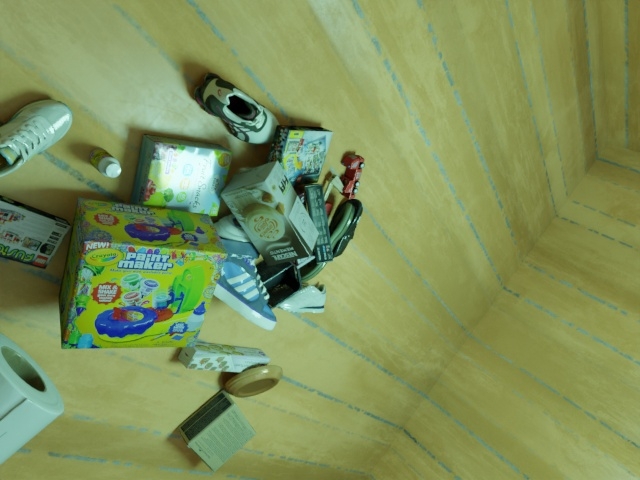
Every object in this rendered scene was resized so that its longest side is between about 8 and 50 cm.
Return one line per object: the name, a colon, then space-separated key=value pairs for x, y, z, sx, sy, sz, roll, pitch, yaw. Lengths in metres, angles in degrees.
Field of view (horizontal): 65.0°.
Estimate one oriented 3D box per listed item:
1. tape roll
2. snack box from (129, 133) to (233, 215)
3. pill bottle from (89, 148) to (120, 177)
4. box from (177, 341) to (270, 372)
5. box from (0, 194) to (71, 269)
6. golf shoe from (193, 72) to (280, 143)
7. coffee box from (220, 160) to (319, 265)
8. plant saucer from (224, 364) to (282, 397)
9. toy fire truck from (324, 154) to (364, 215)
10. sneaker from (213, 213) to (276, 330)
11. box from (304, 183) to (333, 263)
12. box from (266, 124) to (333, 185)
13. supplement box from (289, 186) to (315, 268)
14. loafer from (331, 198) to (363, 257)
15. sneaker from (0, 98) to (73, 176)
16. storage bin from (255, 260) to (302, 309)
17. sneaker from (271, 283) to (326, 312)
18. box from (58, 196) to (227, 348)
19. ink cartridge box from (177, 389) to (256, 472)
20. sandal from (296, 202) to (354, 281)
tape roll: x=-0.680 y=0.323 z=1.029 sx=0.169 sy=0.246 sz=0.246 roll=-42 pitch=138 yaw=-18
snack box: x=-0.329 y=-0.151 z=1.200 sx=0.207 sy=0.070 sz=0.175 roll=-3 pitch=118 yaw=-46
pill bottle: x=-0.452 y=-0.161 z=1.058 sx=0.043 sy=0.083 sz=0.043 roll=-25 pitch=131 yaw=-32
box: x=-0.297 y=0.372 z=1.588 sx=0.324 sy=0.067 sz=0.063 roll=23 pitch=99 yaw=-49
box: x=-0.630 y=-0.024 z=1.008 sx=0.207 sy=0.036 sz=0.114 roll=31 pitch=92 yaw=-50
golf shoe: x=-0.179 y=-0.297 z=1.218 sx=0.273 sy=0.120 sz=0.105 roll=23 pitch=97 yaw=-51
coffee box: x=-0.124 y=-0.065 z=1.297 sx=0.246 sy=0.141 sz=0.098 roll=59 pitch=32 yaw=-30
plant saucer: x=-0.220 y=0.479 z=1.687 sx=0.200 sy=0.037 sz=0.200 roll=-15 pitch=148 yaw=-10
toy fire truck: x=0.062 y=-0.179 z=1.593 sx=0.135 sy=0.047 sz=0.192 roll=-9 pitch=122 yaw=-42
sneaker: x=-0.191 y=0.076 z=1.385 sx=0.323 sy=0.130 sz=0.236 roll=41 pitch=78 yaw=-24
box: x=-0.006 y=-0.054 z=1.458 sx=0.051 sy=0.175 sz=0.220 roll=-9 pitch=98 yaw=-1
box: x=-0.059 y=-0.232 z=1.383 sx=0.233 sy=0.044 sz=0.159 roll=-18 pitch=131 yaw=-59
supplement box: x=-0.095 y=-0.049 z=1.457 sx=0.073 sy=0.130 sz=0.239 roll=-32 pitch=134 yaw=-26
loafer: x=0.080 y=-0.040 z=1.692 sx=0.078 sy=0.080 sz=0.220 roll=7 pitch=116 yaw=-58
sneaker: x=-0.560 y=-0.179 z=0.932 sx=0.228 sy=0.092 sz=0.087 roll=-41 pitch=136 yaw=-20
storage bin: x=-0.157 y=0.134 z=1.554 sx=0.180 sy=0.084 sz=0.122 roll=-33 pitch=135 yaw=-27
sneaker: x=-0.071 y=0.191 z=1.693 sx=0.235 sy=0.090 sz=0.095 roll=6 pitch=99 yaw=-51
box: x=-0.404 y=0.080 z=1.124 sx=0.290 sy=0.177 sz=0.279 roll=6 pitch=120 yaw=-33
ink cartridge box: x=-0.346 y=0.647 z=1.704 sx=0.193 sy=0.088 sz=0.235 roll=-37 pitch=137 yaw=-20
sandal: x=0.000 y=-0.002 z=1.612 sx=0.086 sy=0.120 sz=0.303 roll=29 pitch=102 yaw=-17
